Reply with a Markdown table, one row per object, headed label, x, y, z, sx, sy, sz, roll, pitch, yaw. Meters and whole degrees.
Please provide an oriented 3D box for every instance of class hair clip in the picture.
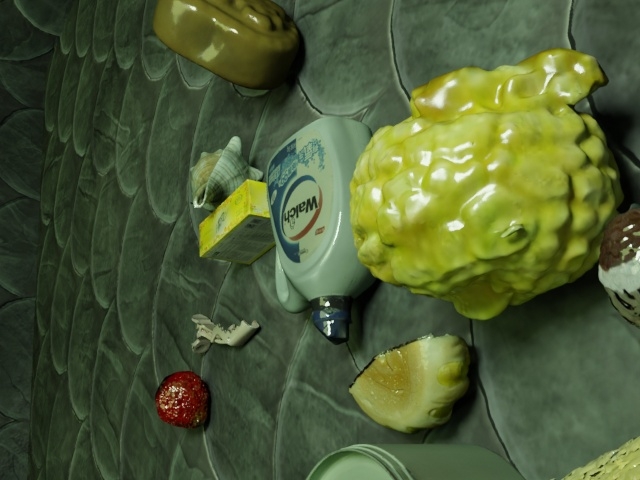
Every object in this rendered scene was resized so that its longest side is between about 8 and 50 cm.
| label | x | y | z | sx | sy | sz | roll | pitch | yaw |
| --- | --- | --- | --- | --- | --- | --- | --- | --- | --- |
| hair clip | -0.166 | 0.164 | 1.255 | 0.226 | 0.034 | 0.072 | -5 | 80 | 56 |

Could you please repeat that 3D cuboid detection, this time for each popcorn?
| label | x | y | z | sx | sy | sz | roll | pitch | yaw |
| --- | --- | --- | --- | --- | --- | --- | --- | --- | --- |
| popcorn | 0.150 | -0.056 | 0.660 | 0.252 | 0.205 | 0.237 | -59 | 21 | 10 |

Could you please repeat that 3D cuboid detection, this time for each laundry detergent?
| label | x | y | z | sx | sy | sz | roll | pitch | yaw |
| --- | --- | --- | --- | --- | --- | --- | --- | --- | --- |
| laundry detergent | 0.000 | 0.000 | 0.968 | 0.215 | 0.105 | 0.281 | -28 | 59 | 52 |

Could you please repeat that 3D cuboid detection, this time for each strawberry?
| label | x | y | z | sx | sy | sz | roll | pitch | yaw |
| --- | --- | --- | --- | --- | --- | --- | --- | --- | --- |
| strawberry | -0.236 | 0.280 | 1.285 | 0.106 | 0.106 | 0.106 | -24 | 61 | 54 |

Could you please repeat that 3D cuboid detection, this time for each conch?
| label | x | y | z | sx | sy | sz | roll | pitch | yaw |
| --- | --- | --- | --- | --- | --- | --- | --- | --- | --- |
| conch | -0.155 | -0.104 | 1.253 | 0.137 | 0.114 | 0.234 | -62 | 20 | -1 |

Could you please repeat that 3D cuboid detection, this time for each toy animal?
| label | x | y | z | sx | sy | sz | roll | pitch | yaw |
| --- | --- | --- | --- | --- | --- | --- | --- | --- | --- |
| toy animal | 0.258 | 0.035 | 0.547 | 0.098 | 0.098 | 0.137 | -34 | 53 | 50 |

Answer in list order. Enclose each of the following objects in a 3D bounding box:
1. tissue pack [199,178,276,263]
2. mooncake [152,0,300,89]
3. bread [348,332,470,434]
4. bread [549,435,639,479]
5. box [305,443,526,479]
| label | x | y | z | sx | sy | sz | roll | pitch | yaw |
| --- | --- | --- | --- | --- | --- | --- | --- | --- | --- |
| tissue pack | -0.114 | -0.026 | 1.166 | 0.176 | 0.095 | 0.062 | -35 | 53 | 50 |
| mooncake | -0.140 | -0.350 | 1.198 | 0.117 | 0.234 | 0.235 | -63 | 35 | 32 |
| bread | 0.104 | 0.152 | 0.773 | 0.157 | 0.083 | 0.094 | -58 | 40 | 35 |
| bread | 0.272 | 0.295 | 0.480 | 0.315 | 0.279 | 0.248 | 44 | 132 | 3 |
| box | 0.087 | 0.308 | 0.691 | 0.226 | 0.149 | 0.226 | -22 | 64 | 55 |
